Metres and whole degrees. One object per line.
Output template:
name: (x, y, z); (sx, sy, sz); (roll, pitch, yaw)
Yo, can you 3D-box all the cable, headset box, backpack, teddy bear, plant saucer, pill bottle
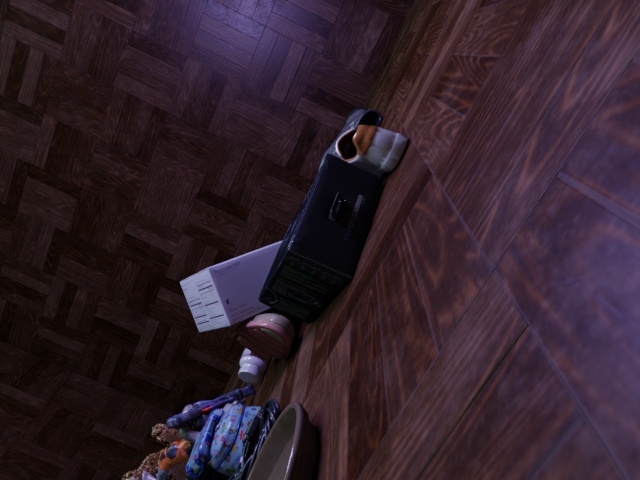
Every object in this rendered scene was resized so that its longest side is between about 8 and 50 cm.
cable: (-0.116, 0.386, 0.958); (0.184, 0.047, 0.150); (-65, 10, -26)
headset box: (0.000, 0.000, 1.072); (0.283, 0.131, 0.246); (125, 168, -58)
backpack: (-0.198, 0.431, 1.127); (0.173, 0.117, 0.158); (-58, 9, 33)
teddy bear: (-0.448, 0.682, 1.586); (0.113, 0.245, 0.338); (-32, 22, 52)
plant saucer: (-0.070, 0.345, 0.665); (0.277, 0.041, 0.278); (-63, 6, 12)
pill bottle: (-0.196, 0.357, 1.603); (0.086, 0.086, 0.152); (120, 172, -45)

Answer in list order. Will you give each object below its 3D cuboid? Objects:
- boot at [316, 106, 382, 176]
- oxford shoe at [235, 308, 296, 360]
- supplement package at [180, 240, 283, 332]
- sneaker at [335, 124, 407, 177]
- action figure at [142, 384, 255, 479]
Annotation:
boot: (0.082, -0.284, 1.723); (0.222, 0.118, 0.338); (-98, 29, -71)
oxford shoe: (-0.126, 0.212, 1.332); (0.146, 0.141, 0.397); (-56, 6, -19)
supplement package: (-0.183, 0.110, 1.322); (0.262, 0.145, 0.204); (-22, -1, -36)
sneaker: (0.090, -0.187, 1.116); (0.290, 0.123, 0.105); (137, 156, -79)
action figure: (-0.296, 0.538, 1.455); (0.330, 0.178, 0.341); (-43, -20, 30)
